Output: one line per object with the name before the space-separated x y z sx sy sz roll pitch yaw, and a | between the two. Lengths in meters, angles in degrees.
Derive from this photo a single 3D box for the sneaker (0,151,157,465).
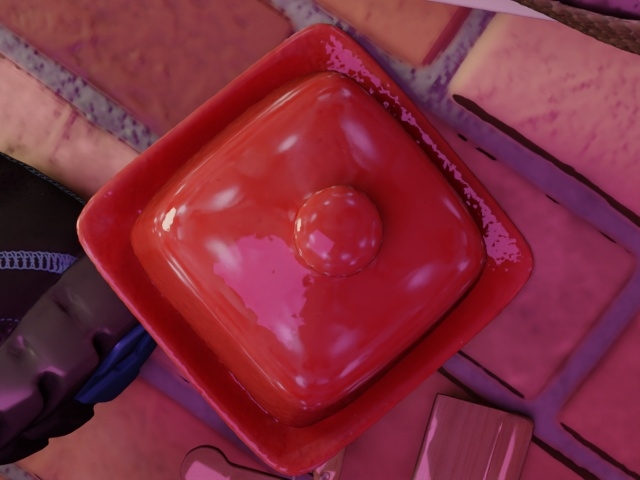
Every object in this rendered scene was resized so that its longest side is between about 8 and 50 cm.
sneaker | -0.226 0.092 0.578 0.140 0.341 0.125 43 150 9

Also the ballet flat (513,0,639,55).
ballet flat | 0.065 -0.109 0.393 0.250 0.058 0.084 20 109 8

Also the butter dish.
butter dish | 0.000 0.000 0.546 0.160 0.118 0.160 -40 92 -8

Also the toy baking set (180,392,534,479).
toy baking set | -0.011 0.157 0.625 0.197 0.030 0.256 41 92 -1

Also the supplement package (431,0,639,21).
supplement package | 0.061 -0.194 0.483 0.194 0.149 0.203 12 106 11
